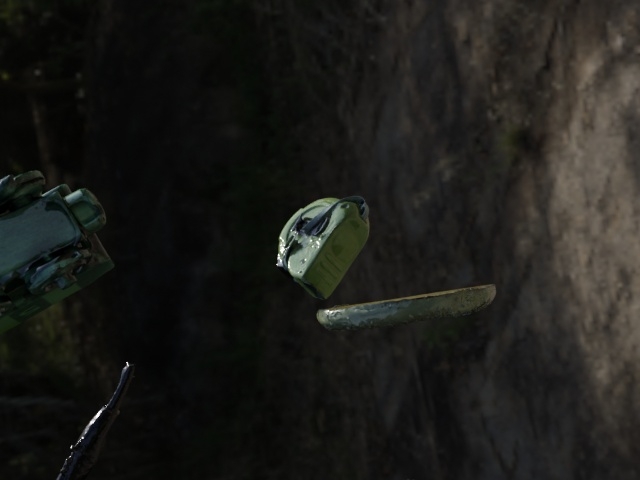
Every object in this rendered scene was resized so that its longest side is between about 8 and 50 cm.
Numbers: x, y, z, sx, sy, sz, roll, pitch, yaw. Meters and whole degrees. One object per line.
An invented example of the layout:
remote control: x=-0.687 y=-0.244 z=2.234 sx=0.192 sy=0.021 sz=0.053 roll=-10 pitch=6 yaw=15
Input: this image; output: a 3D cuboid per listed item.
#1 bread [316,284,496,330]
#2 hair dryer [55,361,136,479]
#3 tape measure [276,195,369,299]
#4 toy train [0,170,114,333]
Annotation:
bread: x=0.126 y=0.099 z=1.804 sx=0.267 sy=0.267 sz=0.040 roll=162 pitch=100 yaw=-74
hair dryer: x=-0.386 y=0.323 z=1.863 sx=0.120 sy=0.304 sz=0.359 roll=37 pitch=103 yaw=32
tape measure: x=0.000 y=0.000 z=2.031 sx=0.154 sy=0.177 sz=0.087 roll=12 pitch=150 yaw=54
toy train: x=-0.423 y=0.029 z=1.671 sx=0.166 sy=0.299 sz=0.238 roll=60 pitch=171 yaw=6
